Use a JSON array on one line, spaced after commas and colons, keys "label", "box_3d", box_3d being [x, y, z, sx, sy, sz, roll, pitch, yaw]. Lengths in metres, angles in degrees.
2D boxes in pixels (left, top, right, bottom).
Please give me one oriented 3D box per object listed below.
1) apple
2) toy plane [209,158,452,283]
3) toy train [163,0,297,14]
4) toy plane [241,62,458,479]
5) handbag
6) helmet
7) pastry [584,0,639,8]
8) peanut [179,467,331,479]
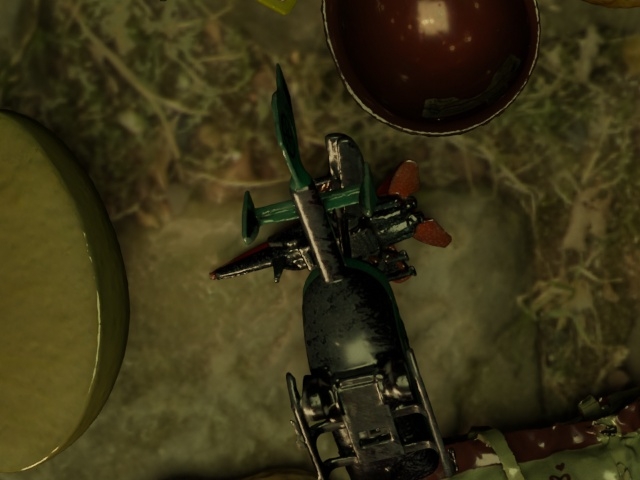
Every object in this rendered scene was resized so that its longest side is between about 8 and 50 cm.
[{"label": "apple", "box_3d": [-0.289, 0.027, 1.350, 0.295, 0.233, 0.258, 0, 99, -11]}, {"label": "toy plane", "box_3d": [0.001, 0.002, 1.442, 0.189, 0.061, 0.130, -24, 123, 6]}, {"label": "toy train", "box_3d": [-0.041, -0.258, 1.362, 0.127, 0.089, 0.219, 28, 102, -20]}, {"label": "toy plane", "box_3d": [0.020, 0.057, 1.356, 0.106, 0.155, 0.382, -15, 125, 9]}, {"label": "handbag", "box_3d": [0.203, 0.248, 1.487, 0.213, 0.127, 0.235, -16, 93, 1]}, {"label": "helmet", "box_3d": [0.080, -0.170, 1.377, 0.155, 0.106, 0.175, -38, 98, 13]}, {"label": "pastry", "box_3d": [0.217, -0.292, 1.336, 0.235, 0.132, 0.240, -30, 105, 6]}, {"label": "peanut", "box_3d": [-0.058, 0.236, 1.493, 0.228, 0.085, 0.104, -9, 114, -1]}]
